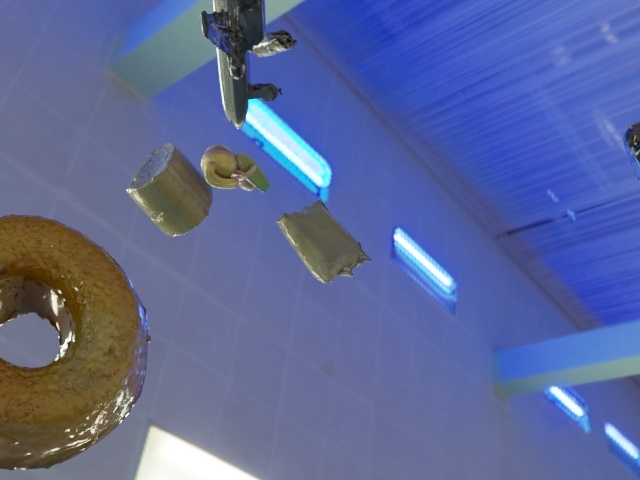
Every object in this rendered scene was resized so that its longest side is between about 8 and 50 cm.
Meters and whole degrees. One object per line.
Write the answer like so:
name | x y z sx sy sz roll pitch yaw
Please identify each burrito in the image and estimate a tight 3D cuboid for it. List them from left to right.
burrito | -0.095 -0.372 1.398 0.051 0.171 0.042 9 -88 -26

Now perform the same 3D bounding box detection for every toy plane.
toy plane | -0.069 -0.184 0.571 0.226 0.058 0.226 -87 -12 -49

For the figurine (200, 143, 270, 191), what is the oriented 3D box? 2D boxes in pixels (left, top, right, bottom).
figurine | -0.156 -0.119 1.350 0.187 0.083 0.083 32 -132 -63

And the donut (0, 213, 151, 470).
donut | -0.309 0.092 0.777 0.278 0.108 0.277 11 -125 -16

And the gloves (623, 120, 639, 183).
gloves | 0.424 -0.110 0.599 0.154 0.331 0.141 69 -168 12

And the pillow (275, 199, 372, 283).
pillow | 0.000 0.000 1.490 0.134 0.078 0.181 -20 -114 -49

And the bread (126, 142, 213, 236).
bread | -0.307 -0.103 1.507 0.141 0.134 0.148 53 -167 -30
